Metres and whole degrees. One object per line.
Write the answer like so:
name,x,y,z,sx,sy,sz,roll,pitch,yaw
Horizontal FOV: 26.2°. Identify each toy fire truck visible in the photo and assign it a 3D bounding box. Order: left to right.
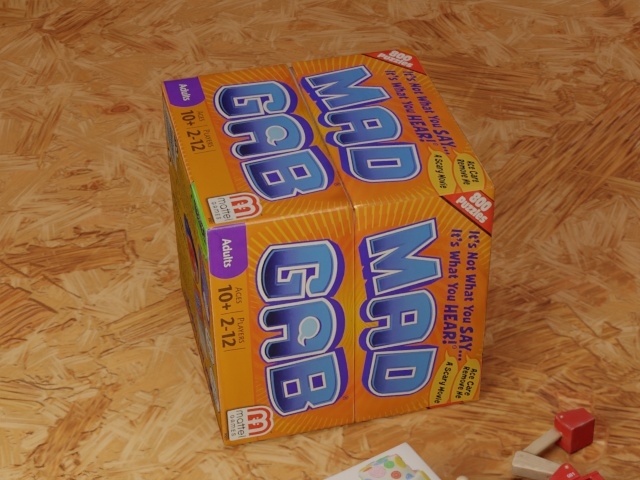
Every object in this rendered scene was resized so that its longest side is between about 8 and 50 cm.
toy fire truck,0.284,0.293,1.714,0.192,0.047,0.135,-19,40,-21

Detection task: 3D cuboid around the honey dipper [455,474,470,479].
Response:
honey dipper,0.156,0.323,1.544,0.030,0.030,0.161,5,34,9

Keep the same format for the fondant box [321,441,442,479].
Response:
fondant box,0.088,0.400,1.542,0.238,0.096,0.330,-21,43,-24

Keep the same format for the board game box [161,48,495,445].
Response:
board game box,0.000,0.000,1.851,0.356,0.356,0.356,-9,38,-11
